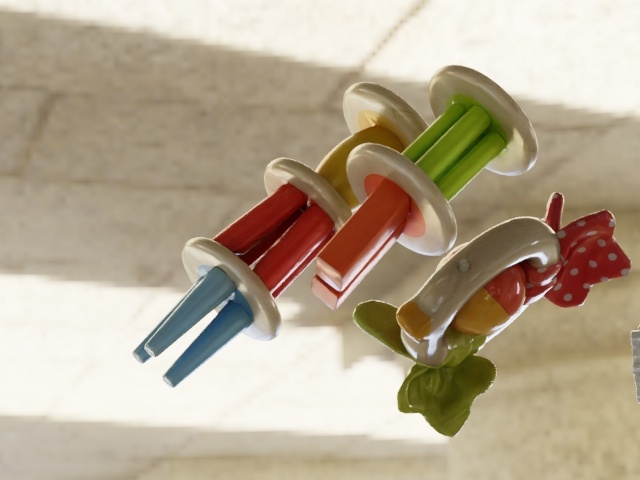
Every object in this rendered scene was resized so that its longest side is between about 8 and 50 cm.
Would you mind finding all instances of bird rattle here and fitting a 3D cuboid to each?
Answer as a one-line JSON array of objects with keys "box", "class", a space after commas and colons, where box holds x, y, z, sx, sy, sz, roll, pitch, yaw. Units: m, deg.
[{"box": [0.155, 0.051, 1.749, 0.253, 0.143, 0.207, -33, 161, 3], "class": "bird rattle"}]

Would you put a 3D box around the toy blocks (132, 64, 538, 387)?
[{"box": [0.000, 0.000, 0.773, 0.054, 0.148, 0.123, 52, 157, -17], "class": "toy blocks"}]

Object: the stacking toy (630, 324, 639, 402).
[{"box": [0.265, 0.139, 1.083, 0.167, 0.221, 0.052, -6, -176, 17], "class": "stacking toy"}]
